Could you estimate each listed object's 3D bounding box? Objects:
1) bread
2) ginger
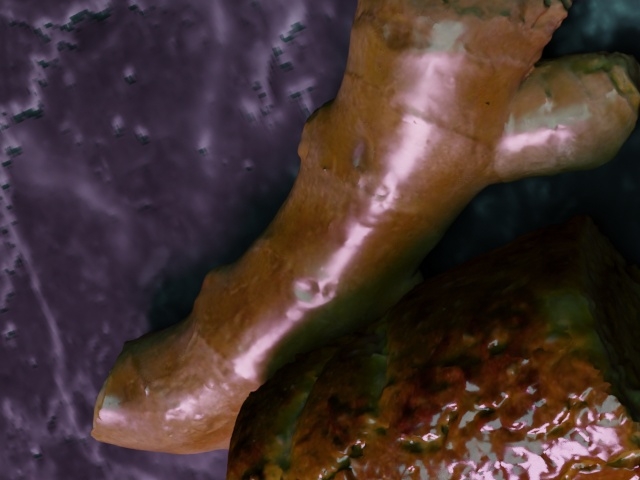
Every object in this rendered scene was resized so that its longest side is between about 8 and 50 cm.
[{"bbox_3d":[0.052,0.073,0.650,0.172,0.132,0.103,-31,118,22],"label":"bread"},{"bbox_3d":[0.001,-0.001,0.704,0.118,0.065,0.299,43,120,-3],"label":"ginger"}]
